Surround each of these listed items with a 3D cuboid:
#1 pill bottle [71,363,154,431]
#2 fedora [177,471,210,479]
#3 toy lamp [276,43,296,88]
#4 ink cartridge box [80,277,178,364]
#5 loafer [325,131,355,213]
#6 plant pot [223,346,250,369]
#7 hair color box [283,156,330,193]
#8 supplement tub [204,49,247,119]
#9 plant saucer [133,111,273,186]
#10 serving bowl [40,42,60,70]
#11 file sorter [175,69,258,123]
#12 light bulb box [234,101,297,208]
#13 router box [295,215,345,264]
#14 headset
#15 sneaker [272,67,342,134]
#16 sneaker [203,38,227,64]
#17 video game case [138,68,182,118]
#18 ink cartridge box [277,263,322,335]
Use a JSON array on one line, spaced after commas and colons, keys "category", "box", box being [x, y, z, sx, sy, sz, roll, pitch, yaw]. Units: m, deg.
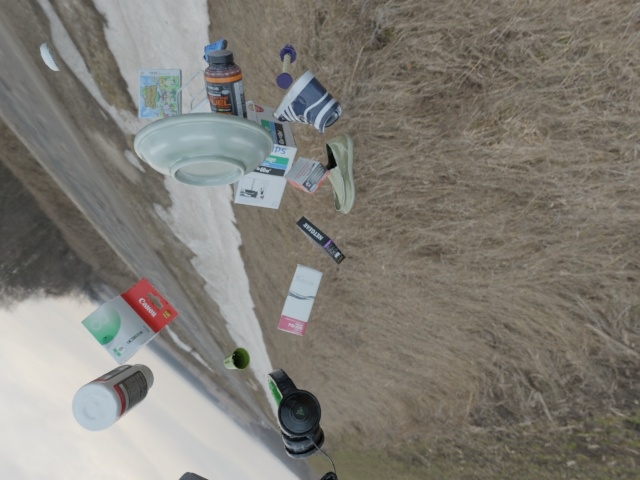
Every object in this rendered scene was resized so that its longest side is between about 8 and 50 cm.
[{"category": "pill bottle", "box": [-0.779, 0.585, 1.602, 0.176, 0.176, 0.318, 39, -177, 4]}, {"category": "fedora", "box": [-0.375, 0.805, 1.266, 0.244, 0.124, 0.275, -29, 110, 41]}, {"category": "toy lamp", "box": [-0.146, -0.766, 1.805, 0.080, 0.274, 0.080, 1, 144, 0]}, {"category": "ink cartridge box", "box": [-0.602, 0.249, 1.318, 0.181, 0.225, 0.056, 44, 163, 7]}, {"category": "loafer", "box": [0.056, -0.217, 1.368, 0.102, 0.092, 0.268, -143, 47, -65]}, {"category": "plant pot", "box": [-0.324, 0.454, 1.571, 0.079, 0.083, 0.083, -27, 112, 38]}, {"category": "hair color box", "box": [-0.047, -0.211, 1.336, 0.053, 0.093, 0.167, 40, 177, -28]}, {"category": "supplement tub", "box": [-0.273, -0.435, 1.191, 0.106, 0.106, 0.197, 23, 133, 31]}, {"category": "plant saucer", "box": [-0.334, -0.240, 1.231, 0.400, 0.401, 0.100, 149, 115, -63]}, {"category": "serving bowl", "box": [-0.856, -0.575, 1.304, 0.083, 0.027, 0.083, 57, 162, 31]}, {"category": "file sorter", "box": [-0.412, -0.518, 1.672, 0.193, 0.173, 0.278, -26, 154, 31]}, {"category": "light bulb box", "box": [-0.285, -0.412, 2.016, 0.226, 0.357, 0.361, 6, 133, -20]}, {"category": "router box", "box": [0.000, 0.000, 1.508, 0.179, 0.046, 0.133, 40, 174, 41]}, {"category": "headset", "box": [-0.082, 0.575, 1.255, 0.394, 0.185, 0.243, 43, 148, 45]}, {"category": "sneaker", "box": [-0.039, -0.369, 1.196, 0.153, 0.099, 0.282, 40, 166, -12]}, {"category": "sneaker", "box": [-0.436, -0.770, 1.692, 0.082, 0.069, 0.209, 27, 170, -22]}, {"category": "video game case", "box": [-0.708, -0.647, 1.830, 0.194, 0.212, 0.023, 2, -174, 6]}, {"category": "ink cartridge box", "box": [-0.068, 0.195, 1.400, 0.092, 0.217, 0.158, 16, 176, -2]}]
